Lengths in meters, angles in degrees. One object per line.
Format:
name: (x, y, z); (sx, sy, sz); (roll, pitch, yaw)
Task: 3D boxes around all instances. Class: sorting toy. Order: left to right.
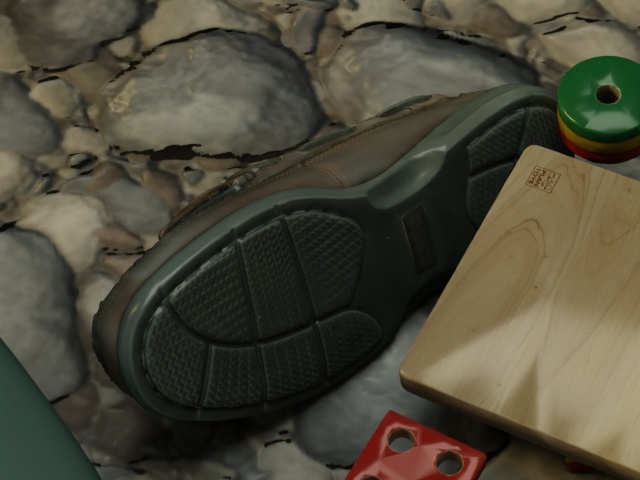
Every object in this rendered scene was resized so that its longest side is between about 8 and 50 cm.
sorting toy: (0.117, 0.047, 0.846); (0.132, 0.046, 0.274); (21, 60, 19)

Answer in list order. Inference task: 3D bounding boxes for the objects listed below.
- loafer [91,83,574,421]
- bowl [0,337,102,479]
loafer: (0.000, 0.000, 0.893); (0.267, 0.096, 0.084); (-27, 29, -34)
bowl: (-0.230, 0.093, 0.729); (0.311, 0.163, 0.312); (0, 43, 0)
